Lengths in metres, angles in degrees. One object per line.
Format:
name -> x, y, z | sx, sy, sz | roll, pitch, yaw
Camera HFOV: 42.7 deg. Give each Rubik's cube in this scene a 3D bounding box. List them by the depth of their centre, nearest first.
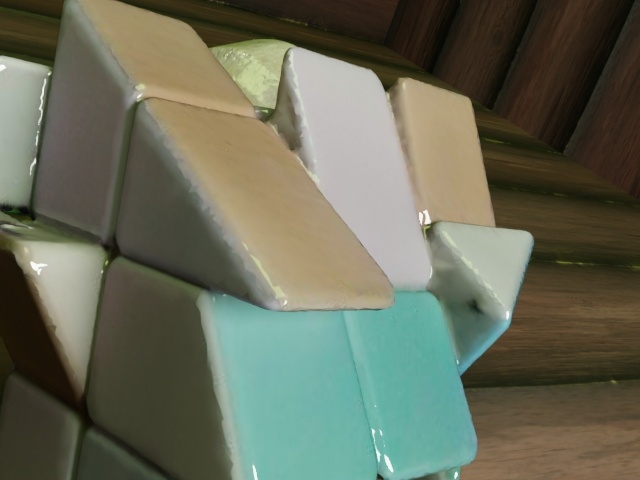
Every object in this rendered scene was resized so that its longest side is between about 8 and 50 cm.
Rubik's cube -> -0.061, 0.056, 0.555 | 0.358, 0.387, 0.368 | 3, 10, -45

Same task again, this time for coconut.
coconut -> -0.094, -0.168, 1.184 | 0.237, 0.237, 0.266 | 26, 29, 15
